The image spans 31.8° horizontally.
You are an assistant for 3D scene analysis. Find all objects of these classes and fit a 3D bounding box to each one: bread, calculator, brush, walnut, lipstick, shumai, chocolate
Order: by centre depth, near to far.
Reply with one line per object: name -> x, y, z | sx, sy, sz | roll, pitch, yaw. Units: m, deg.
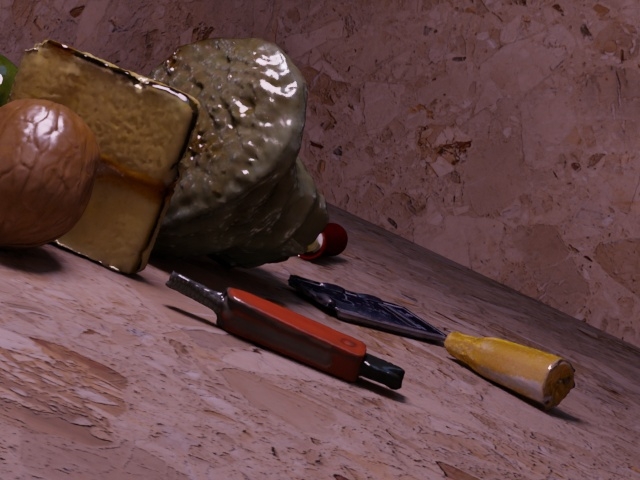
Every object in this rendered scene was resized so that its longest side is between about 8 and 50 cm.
walnut -> -0.360, -0.079, 1.378 | 0.167, 0.207, 0.167 | 9, -37, 7
brush -> -0.046, 0.116, 1.409 | 0.323, 0.051, 0.070 | 25, 13, 3
bread -> -0.307, -0.109, 1.505 | 0.236, 0.263, 0.198 | 26, 10, 34
chocolate -> 0.288, 0.189, 1.757 | 0.085, 0.086, 0.219 | 15, 4, -45
shumai -> -0.136, -0.103, 1.778 | 0.323, 0.397, 0.324 | 39, 30, -48
calculator -> 0.084, 0.118, 1.912 | 0.274, 0.028, 0.165 | 17, 7, -36
lipstick -> 0.000, 0.000, 2.443 | 0.080, 0.080, 0.241 | 22, 5, 12

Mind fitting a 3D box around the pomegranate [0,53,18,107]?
pomegranate -> -0.640, -0.257, 2.146 | 0.187, 0.187, 0.225 | 23, -22, 15
